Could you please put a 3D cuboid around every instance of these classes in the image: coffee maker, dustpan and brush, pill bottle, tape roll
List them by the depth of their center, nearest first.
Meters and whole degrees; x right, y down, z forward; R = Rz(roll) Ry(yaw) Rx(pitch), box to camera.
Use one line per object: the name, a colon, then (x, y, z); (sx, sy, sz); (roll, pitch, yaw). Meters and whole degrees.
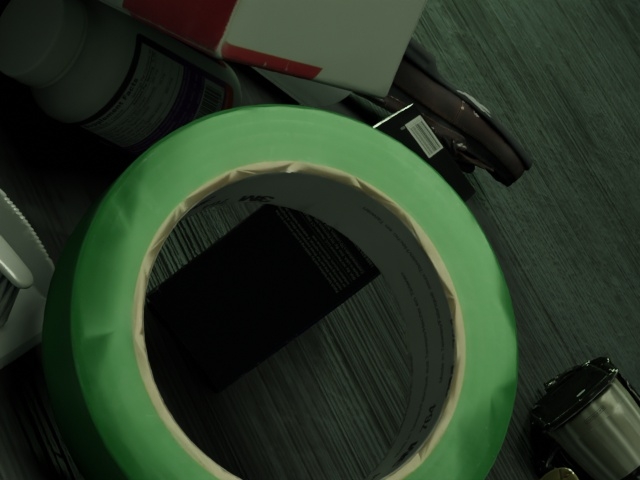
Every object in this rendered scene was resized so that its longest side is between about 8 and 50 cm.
dustpan and brush: (-0.246, -0.021, 1.309); (0.211, 0.060, 0.147); (52, 23, 0)
tape roll: (-0.024, 0.070, 1.334); (0.321, 0.077, 0.321); (7, 71, -22)
pill bottle: (-0.163, -0.131, 1.567); (0.193, 0.108, 0.108); (27, 33, -44)
coffee maker: (0.300, 0.207, 1.914); (0.178, 0.120, 0.171); (50, 22, -4)

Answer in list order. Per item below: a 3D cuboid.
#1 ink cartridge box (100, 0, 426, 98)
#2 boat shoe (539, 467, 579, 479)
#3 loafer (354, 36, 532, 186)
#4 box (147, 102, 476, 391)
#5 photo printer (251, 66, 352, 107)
ink cartridge box: (-0.130, -0.269, 1.548); (0.385, 0.160, 0.279); (27, 11, 26)
boat shoe: (0.227, 0.286, 1.741); (0.060, 0.064, 0.178); (38, 32, -41)
loafer: (0.111, -0.140, 2.147); (0.302, 0.095, 0.109); (40, -5, -35)
box: (0.000, 0.000, 1.579); (0.103, 0.184, 0.261); (55, 23, -1)
photo printer: (-0.092, -0.298, 1.946); (0.307, 0.107, 0.256); (34, 28, -35)
